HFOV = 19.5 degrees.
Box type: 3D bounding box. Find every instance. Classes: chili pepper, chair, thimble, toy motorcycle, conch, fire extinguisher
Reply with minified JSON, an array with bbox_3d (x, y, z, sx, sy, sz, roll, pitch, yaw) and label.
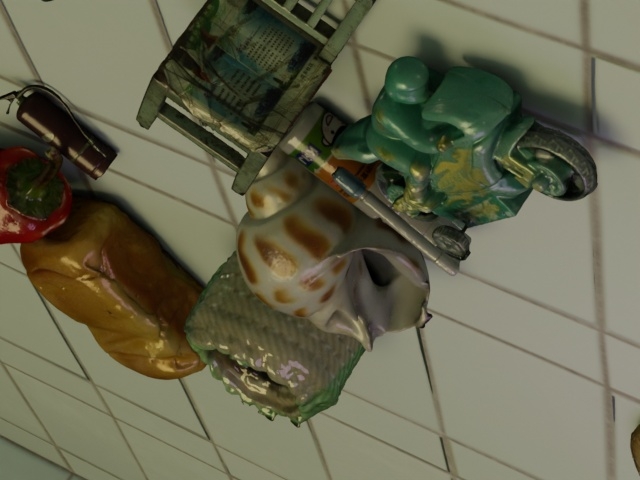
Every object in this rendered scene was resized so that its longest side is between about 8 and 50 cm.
[{"bbox_3d":[-0.389,-0.056,2.386,0.134,0.131,0.338,3,-178,-41],"label":"chili pepper"},{"bbox_3d":[-0.066,-0.165,1.745,0.136,0.147,0.270,35,159,-4],"label":"chair"},{"bbox_3d":[-0.057,0.116,2.299,0.219,0.150,0.219,27,158,12],"label":"thimble"},{"bbox_3d":[0.114,-0.084,1.724,0.198,0.109,0.296,43,155,-16],"label":"toy motorcycle"},{"bbox_3d":[0.000,-0.001,1.984,0.182,0.149,0.275,-25,140,13],"label":"conch"},{"bbox_3d":[-0.317,-0.141,2.266,0.157,0.045,0.078,39,131,-12],"label":"fire extinguisher"}]

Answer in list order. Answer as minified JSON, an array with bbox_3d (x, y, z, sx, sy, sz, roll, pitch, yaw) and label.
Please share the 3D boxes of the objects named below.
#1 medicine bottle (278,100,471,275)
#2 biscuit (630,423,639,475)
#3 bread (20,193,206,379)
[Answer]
[{"bbox_3d":[0.058,-0.048,1.897,0.220,0.092,0.061,37,113,-10],"label":"medicine bottle"},{"bbox_3d":[0.413,0.249,2.092,0.141,0.038,0.290,29,157,11],"label":"biscuit"},{"bbox_3d":[-0.266,0.067,2.506,0.166,0.132,0.294,-1,139,44],"label":"bread"}]
